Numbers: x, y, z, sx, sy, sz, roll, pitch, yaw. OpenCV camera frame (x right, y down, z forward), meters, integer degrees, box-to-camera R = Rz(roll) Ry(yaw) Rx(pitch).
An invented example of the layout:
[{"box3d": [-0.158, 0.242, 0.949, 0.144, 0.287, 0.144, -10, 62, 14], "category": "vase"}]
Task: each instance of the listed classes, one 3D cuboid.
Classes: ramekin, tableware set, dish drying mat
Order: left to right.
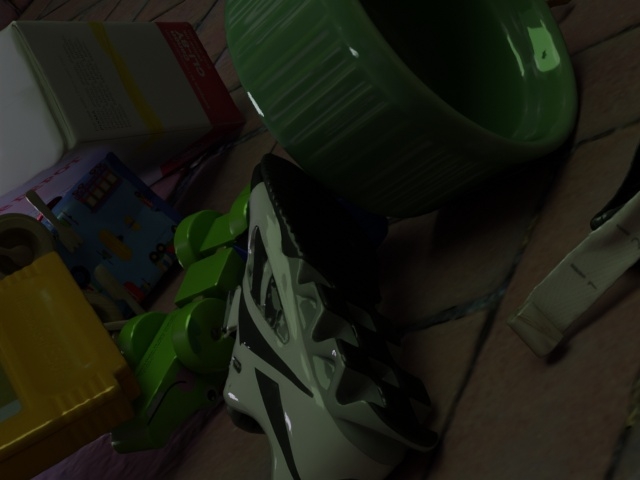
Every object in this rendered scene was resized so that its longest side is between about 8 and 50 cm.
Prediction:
[{"box3d": [-0.312, -0.017, 1.734, 0.083, 0.008, 0.032, -50, 0, 40], "category": "dish drying mat"}, {"box3d": [-0.275, 0.052, 1.601, 0.128, 0.194, 0.039, -45, 6, -20], "category": "tableware set"}, {"box3d": [0.063, -0.166, 1.322, 0.148, 0.303, 0.303, -36, 20, 35], "category": "ramekin"}]

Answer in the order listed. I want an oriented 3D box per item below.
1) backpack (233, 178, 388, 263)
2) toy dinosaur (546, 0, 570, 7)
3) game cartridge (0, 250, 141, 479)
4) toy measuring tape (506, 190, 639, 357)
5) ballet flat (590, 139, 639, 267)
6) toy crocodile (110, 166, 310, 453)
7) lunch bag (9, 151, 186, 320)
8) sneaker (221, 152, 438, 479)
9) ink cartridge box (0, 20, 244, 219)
[{"box3d": [0.000, 0.000, 1.362, 0.120, 0.101, 0.098, -41, 24, -11], "category": "backpack"}, {"box3d": [0.186, -0.216, 1.541, 0.112, 0.064, 0.211, -48, 4, 39], "category": "toy dinosaur"}, {"box3d": [-0.336, 0.149, 1.378, 0.323, 0.053, 0.285, -31, 31, -10], "category": "game cartridge"}, {"box3d": [0.250, -0.037, 0.997, 0.330, 0.121, 0.121, -44, 20, 12], "category": "toy measuring tape"}, {"box3d": [0.240, -0.052, 1.122, 0.057, 0.049, 0.173, -19, 30, 43], "category": "ballet flat"}, {"box3d": [-0.090, 0.057, 1.428, 0.115, 0.105, 0.340, -20, 34, 45], "category": "toy crocodile"}, {"box3d": [-0.297, 0.043, 1.779, 0.221, 0.138, 0.293, -52, 14, -19], "category": "lunch bag"}, {"box3d": [-0.026, 0.067, 1.187, 0.146, 0.122, 0.330, -43, 36, 23], "category": "sneaker"}, {"box3d": [-0.313, -0.127, 1.835, 0.279, 0.160, 0.384, -30, -5, 25], "category": "ink cartridge box"}]
